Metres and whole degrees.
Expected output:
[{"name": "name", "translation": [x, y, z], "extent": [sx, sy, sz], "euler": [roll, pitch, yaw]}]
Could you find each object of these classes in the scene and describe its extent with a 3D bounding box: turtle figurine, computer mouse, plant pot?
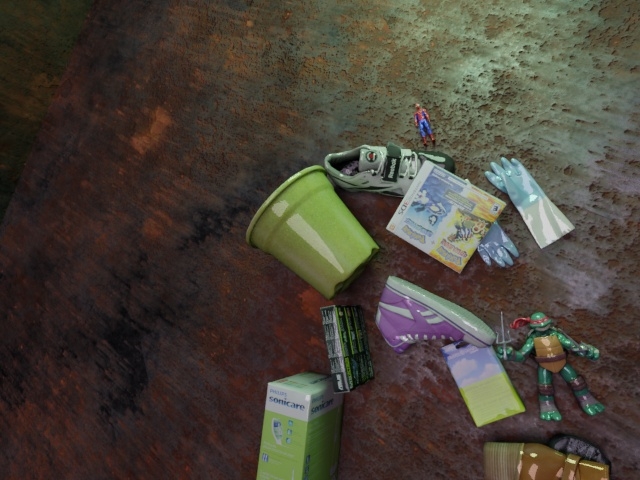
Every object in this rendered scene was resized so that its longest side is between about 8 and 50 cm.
[{"name": "turtle figurine", "translation": [0.466, 0.235, 0.828], "extent": [0.175, 0.118, 0.235], "euler": [-21, 89, 37]}, {"name": "computer mouse", "translation": [0.564, 0.459, 0.787], "extent": [0.241, 0.041, 0.071], "euler": [29, 82, 27]}, {"name": "plant pot", "translation": [0.000, 0.000, 1.030], "extent": [0.254, 0.276, 0.276], "euler": [44, 102, 13]}]

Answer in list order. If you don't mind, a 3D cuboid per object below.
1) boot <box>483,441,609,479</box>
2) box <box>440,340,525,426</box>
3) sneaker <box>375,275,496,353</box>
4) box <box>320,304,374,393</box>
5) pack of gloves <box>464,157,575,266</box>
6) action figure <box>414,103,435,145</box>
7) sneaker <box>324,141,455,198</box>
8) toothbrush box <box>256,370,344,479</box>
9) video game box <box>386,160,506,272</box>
[{"name": "boot", "translation": [0.440, 0.538, 0.784], "extent": [0.219, 0.109, 0.284], "euler": [-5, 80, 32]}, {"name": "box", "translation": [0.356, 0.304, 0.911], "extent": [0.108, 0.042, 0.179], "euler": [-30, 69, 18]}, {"name": "sneaker", "translation": [0.249, 0.208, 0.944], "extent": [0.282, 0.102, 0.161], "euler": [26, 98, 44]}, {"name": "box", "translation": [0.068, 0.251, 0.982], "extent": [0.045, 0.184, 0.191], "euler": [-16, 77, 24]}, {"name": "pack of gloves", "translation": [0.415, -0.068, 0.938], "extent": [0.195, 0.046, 0.232], "euler": [-36, 68, 16]}, {"name": "action figure", "translation": [0.265, -0.303, 1.058], "extent": [0.038, 0.030, 0.115], "euler": [-22, 71, 27]}, {"name": "sneaker", "translation": [0.161, -0.177, 1.026], "extent": [0.329, 0.146, 0.123], "euler": [0, 81, 25]}, {"name": "toothbrush box", "translation": [-0.041, 0.481, 0.988], "extent": [0.122, 0.206, 0.284], "euler": [5, 85, 27]}, {"name": "video game box", "translation": [0.286, -0.056, 0.956], "extent": [0.205, 0.048, 0.187], "euler": [32, 112, 14]}]
